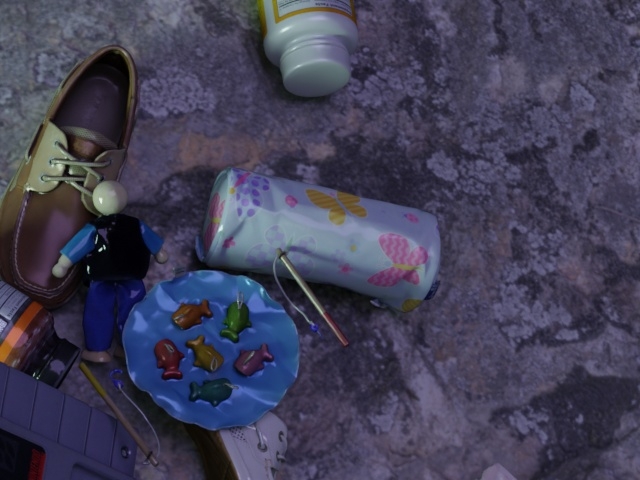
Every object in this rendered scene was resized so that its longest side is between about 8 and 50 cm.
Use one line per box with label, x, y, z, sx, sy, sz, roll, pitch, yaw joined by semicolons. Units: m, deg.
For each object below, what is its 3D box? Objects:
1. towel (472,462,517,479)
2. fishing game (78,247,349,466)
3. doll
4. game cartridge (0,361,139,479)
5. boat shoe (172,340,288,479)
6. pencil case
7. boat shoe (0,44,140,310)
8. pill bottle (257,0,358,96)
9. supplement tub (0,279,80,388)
towel;0.207;0.451;1.605;0.317;0.053;0.332;42;57;5
fishing game;-0.111;0.104;1.575;0.264;0.041;0.189;-27;67;-23
doll;-0.222;0.031;1.602;0.129;0.046;0.189;-2;98;-29
game cartridge;-0.280;0.305;1.424;0.230;0.068;0.355;38;47;-46
boat shoe;-0.075;0.212;1.593;0.096;0.098;0.277;-15;69;-26
pencil case;0.000;0.000;1.724;0.273;0.124;0.113;14;40;-15
boat shoe;-0.272;-0.079;1.657;0.123;0.116;0.324;17;59;-12
pill bottle;-0.018;-0.288;1.866;0.117;0.117;0.215;1;64;-21
supplement tub;-0.345;0.089;1.549;0.198;0.106;0.106;33;57;-3
